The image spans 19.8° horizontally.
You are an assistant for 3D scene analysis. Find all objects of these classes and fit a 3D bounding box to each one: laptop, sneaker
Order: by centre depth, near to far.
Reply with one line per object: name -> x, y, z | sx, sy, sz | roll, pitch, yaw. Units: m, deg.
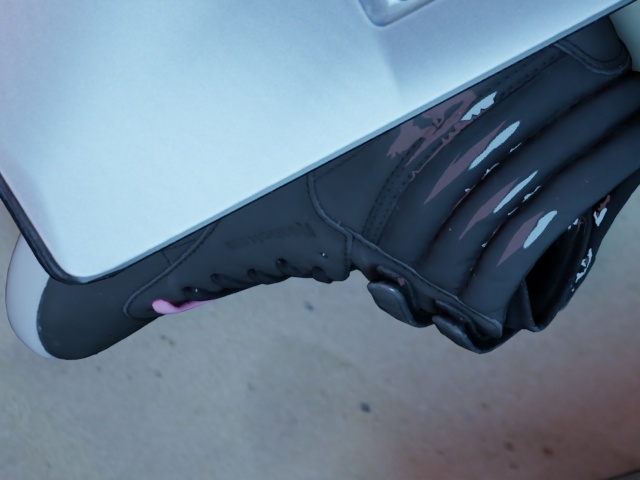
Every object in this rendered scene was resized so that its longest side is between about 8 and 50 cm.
laptop -> 0.026, -0.204, 0.288 | 0.408, 0.236, 0.382 | -27, 106, 7
sneaker -> 0.000, 0.000, 0.655 | 0.296, 0.104, 0.147 | -42, 80, 36

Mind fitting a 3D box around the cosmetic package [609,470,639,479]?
cosmetic package -> 0.142, 0.162, 0.607 | 0.184, 0.151, 0.151 | -27, 94, 41
